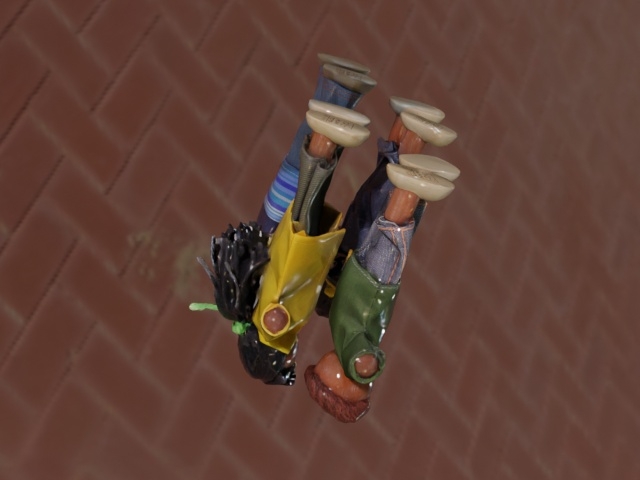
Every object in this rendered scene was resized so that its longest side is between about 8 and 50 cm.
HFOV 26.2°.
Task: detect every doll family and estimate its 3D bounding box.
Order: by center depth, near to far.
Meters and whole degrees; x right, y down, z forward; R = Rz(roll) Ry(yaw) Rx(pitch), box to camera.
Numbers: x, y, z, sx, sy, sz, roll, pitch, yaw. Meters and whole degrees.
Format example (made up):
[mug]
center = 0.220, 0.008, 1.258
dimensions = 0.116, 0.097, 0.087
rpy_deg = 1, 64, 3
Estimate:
[doll family]
center = 0.000, 0.000, 0.521
dimensions = 0.076, 0.111, 0.193
rpy_deg = 19, 19, 1
